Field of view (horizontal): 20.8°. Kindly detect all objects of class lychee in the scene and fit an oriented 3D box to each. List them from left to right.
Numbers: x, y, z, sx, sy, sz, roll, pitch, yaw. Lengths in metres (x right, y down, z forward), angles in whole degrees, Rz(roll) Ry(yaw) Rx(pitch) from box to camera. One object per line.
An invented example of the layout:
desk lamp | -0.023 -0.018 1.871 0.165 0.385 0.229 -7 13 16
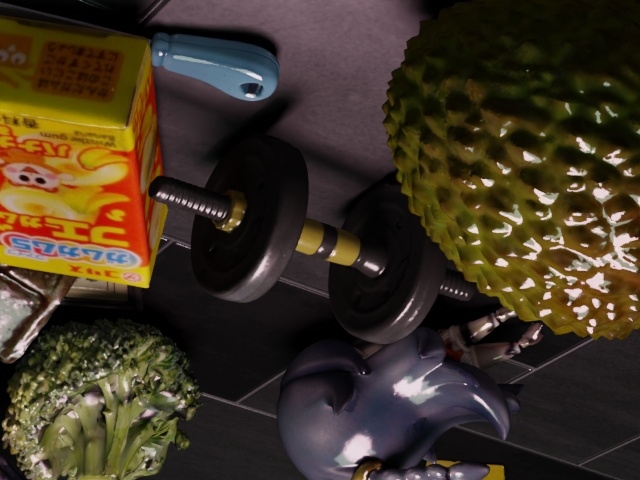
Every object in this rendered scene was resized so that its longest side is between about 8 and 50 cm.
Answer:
lychee | 0.202 -0.059 1.261 0.320 0.270 0.270 48 135 -10

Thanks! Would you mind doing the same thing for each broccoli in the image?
broccoli | -0.219 0.169 1.767 0.198 0.176 0.226 6 173 -27

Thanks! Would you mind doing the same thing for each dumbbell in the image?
dumbbell | 0.000 0.000 1.476 0.325 0.143 0.143 17 147 -31

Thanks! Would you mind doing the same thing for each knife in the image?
knife | -0.152 -0.149 1.364 0.244 0.032 0.058 11 156 -5

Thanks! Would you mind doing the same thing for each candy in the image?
candy | -0.206 -0.067 1.422 0.146 0.088 0.276 9 153 1

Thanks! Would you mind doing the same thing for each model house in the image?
model house | -0.310 0.026 1.599 0.152 0.106 0.165 32 104 -22

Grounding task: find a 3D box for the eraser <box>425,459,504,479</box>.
eraser | 0.167 0.308 2.094 0.097 0.045 0.122 2 148 0

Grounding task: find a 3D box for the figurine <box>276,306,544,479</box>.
figurine | 0.081 0.159 1.739 0.265 0.197 0.175 -23 105 41

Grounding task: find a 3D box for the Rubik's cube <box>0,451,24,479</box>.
Rubik's cube | -0.476 0.301 1.787 0.307 0.305 0.310 32 164 29

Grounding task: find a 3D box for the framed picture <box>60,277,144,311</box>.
framed picture | -0.266 0.013 1.661 0.199 0.010 0.195 4 150 -3
